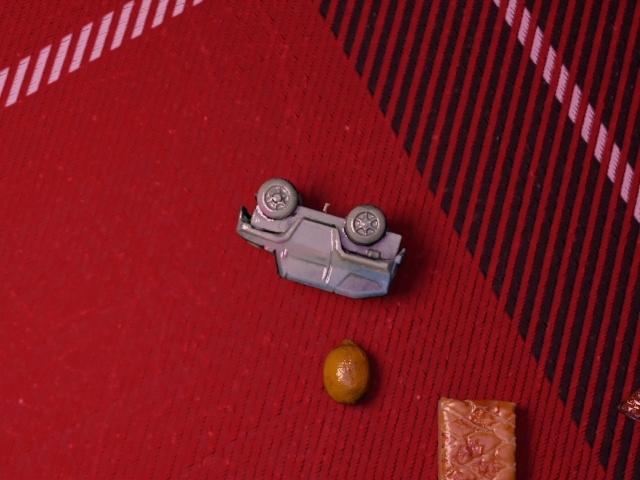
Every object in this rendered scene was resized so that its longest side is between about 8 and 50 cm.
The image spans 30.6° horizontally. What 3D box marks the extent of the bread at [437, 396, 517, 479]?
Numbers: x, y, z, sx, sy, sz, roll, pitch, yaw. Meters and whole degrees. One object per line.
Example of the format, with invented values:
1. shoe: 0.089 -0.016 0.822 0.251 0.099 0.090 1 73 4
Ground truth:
1. bread: 0.255 0.351 1.900 0.126 0.068 0.188 2 79 0

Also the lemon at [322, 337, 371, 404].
1. lemon: 0.044 0.216 1.920 0.082 0.082 0.110 -2 75 -1

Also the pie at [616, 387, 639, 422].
1. pie: 0.589 0.242 1.945 0.191 0.033 0.088 -44 86 -8

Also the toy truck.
1. toy truck: 0.000 0.000 1.929 0.279 0.155 0.156 16 87 3
